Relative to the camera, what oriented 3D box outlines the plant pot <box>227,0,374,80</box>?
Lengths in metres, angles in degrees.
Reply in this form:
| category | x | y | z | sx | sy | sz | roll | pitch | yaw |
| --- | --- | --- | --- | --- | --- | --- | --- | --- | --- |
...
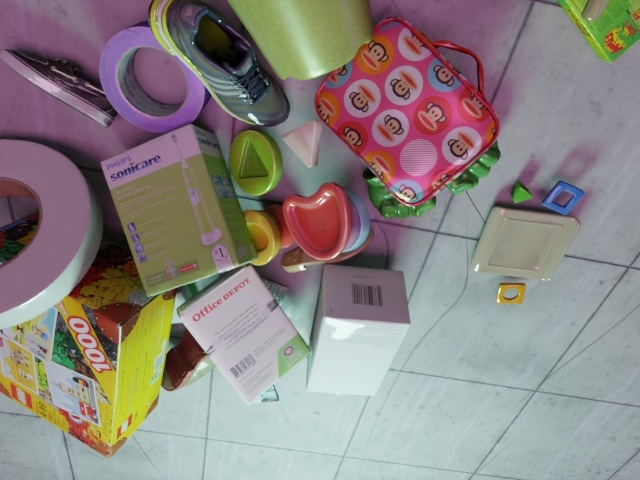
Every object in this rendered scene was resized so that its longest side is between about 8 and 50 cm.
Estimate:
| category | x | y | z | sx | sy | sz | roll | pitch | yaw |
| --- | --- | --- | --- | --- | --- | --- | --- | --- | --- |
| plant pot | -0.041 | -0.399 | 0.665 | 0.276 | 0.276 | 0.254 | -18 | 133 | 13 |

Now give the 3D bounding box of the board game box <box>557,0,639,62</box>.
| category | x | y | z | sx | sy | sz | roll | pitch | yaw |
| --- | --- | --- | --- | --- | --- | --- | --- | --- | --- |
| board game box | 0.484 | -0.407 | 0.755 | 0.181 | 0.043 | 0.092 | 37 | 118 | -21 |

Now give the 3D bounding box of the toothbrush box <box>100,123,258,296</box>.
| category | x | y | z | sx | sy | sz | roll | pitch | yaw |
| --- | --- | --- | --- | --- | --- | --- | --- | --- | --- |
| toothbrush box | -0.278 | -0.057 | 0.889 | 0.206 | 0.122 | 0.283 | -20 | 92 | 11 |

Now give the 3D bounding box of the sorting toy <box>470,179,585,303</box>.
| category | x | y | z | sx | sy | sz | roll | pitch | yaw |
| --- | --- | --- | --- | --- | --- | --- | --- | --- | --- |
| sorting toy | 0.471 | 0.006 | 1.037 | 0.196 | 0.047 | 0.348 | 9 | 124 | 0 |

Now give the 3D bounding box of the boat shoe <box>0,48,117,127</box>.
| category | x | y | z | sx | sy | sz | roll | pitch | yaw |
| --- | --- | --- | --- | --- | --- | --- | --- | --- | --- |
| boat shoe | -0.489 | -0.303 | 0.840 | 0.219 | 0.078 | 0.070 | 31 | 85 | -14 |

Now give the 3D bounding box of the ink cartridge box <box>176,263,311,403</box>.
| category | x | y | z | sx | sy | sz | roll | pitch | yaw |
| --- | --- | --- | --- | --- | --- | --- | --- | --- | --- |
| ink cartridge box | -0.185 | 0.217 | 1.069 | 0.198 | 0.115 | 0.273 | -37 | 104 | -17 |

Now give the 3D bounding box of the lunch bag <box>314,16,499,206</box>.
| category | x | y | z | sx | sy | sz | roll | pitch | yaw |
| --- | --- | --- | --- | --- | --- | --- | --- | --- | --- |
| lunch bag | 0.164 | -0.237 | 0.784 | 0.258 | 0.120 | 0.293 | -42 | 91 | 21 |

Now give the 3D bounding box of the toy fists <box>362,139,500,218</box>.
| category | x | y | z | sx | sy | sz | roll | pitch | yaw |
| --- | --- | --- | --- | --- | --- | --- | --- | --- | --- |
| toy fists | 0.231 | -0.138 | 0.914 | 0.279 | 0.096 | 0.142 | -29 | 119 | 18 |

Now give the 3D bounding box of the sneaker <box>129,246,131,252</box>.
| category | x | y | z | sx | sy | sz | roll | pitch | yaw |
| --- | --- | --- | --- | --- | --- | --- | --- | --- | --- |
| sneaker | -0.351 | 0.036 | 1.028 | 0.227 | 0.130 | 0.087 | -1 | 123 | 4 |

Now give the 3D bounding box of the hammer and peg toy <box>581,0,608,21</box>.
| category | x | y | z | sx | sy | sz | roll | pitch | yaw |
| --- | --- | --- | --- | --- | --- | --- | --- | --- | --- |
| hammer and peg toy | 0.303 | -0.445 | 0.542 | 0.127 | 0.361 | 0.266 | 11 | 125 | -6 |

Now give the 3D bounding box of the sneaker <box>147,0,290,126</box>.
| category | x | y | z | sx | sy | sz | roll | pitch | yaw |
| --- | --- | --- | --- | --- | --- | --- | --- | --- | --- |
| sneaker | -0.147 | -0.287 | 0.752 | 0.300 | 0.121 | 0.111 | 31 | 92 | -50 |

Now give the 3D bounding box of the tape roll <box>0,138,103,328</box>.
| category | x | y | z | sx | sy | sz | roll | pitch | yaw |
| --- | --- | --- | --- | --- | --- | --- | --- | --- | --- |
| tape roll | -0.633 | -0.021 | 0.856 | 0.392 | 0.392 | 0.072 | 4 | 155 | -1 |

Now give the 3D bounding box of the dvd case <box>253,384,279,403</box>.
| category | x | y | z | sx | sy | sz | roll | pitch | yaw |
| --- | --- | --- | --- | --- | --- | --- | --- | --- | --- |
| dvd case | -0.186 | 0.470 | 1.388 | 0.087 | 0.013 | 0.119 | -9 | 122 | 8 |

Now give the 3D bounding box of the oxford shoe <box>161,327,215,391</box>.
| category | x | y | z | sx | sy | sz | roll | pitch | yaw |
| --- | --- | --- | --- | --- | --- | --- | --- | --- | --- |
| oxford shoe | -0.302 | 0.274 | 1.219 | 0.348 | 0.123 | 0.130 | -43 | 158 | 15 |

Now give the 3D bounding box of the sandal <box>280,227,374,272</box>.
| category | x | y | z | sx | sy | sz | roll | pitch | yaw |
| --- | --- | --- | --- | --- | --- | --- | --- | --- | --- |
| sandal | 0.000 | 0.004 | 1.021 | 0.240 | 0.088 | 0.079 | -20 | 127 | 20 |

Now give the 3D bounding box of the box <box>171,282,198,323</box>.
| category | x | y | z | sx | sy | sz | roll | pitch | yaw |
| --- | --- | --- | --- | --- | --- | --- | --- | --- | --- |
| box | -0.375 | 0.147 | 1.127 | 0.102 | 0.087 | 0.101 | -7 | 124 | 7 |

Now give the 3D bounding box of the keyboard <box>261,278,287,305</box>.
| category | x | y | z | sx | sy | sz | roll | pitch | yaw |
| --- | --- | --- | --- | --- | --- | --- | --- | --- | --- |
| keyboard | -0.165 | 0.208 | 1.208 | 0.072 | 0.014 | 0.256 | 19 | 122 | -11 |

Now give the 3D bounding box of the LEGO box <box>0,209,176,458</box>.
| category | x | y | z | sx | sy | sz | roll | pitch | yaw |
| --- | --- | --- | --- | --- | --- | --- | --- | --- | --- |
| LEGO box | -0.581 | 0.233 | 1.066 | 0.372 | 0.193 | 0.500 | 26 | 123 | 8 |

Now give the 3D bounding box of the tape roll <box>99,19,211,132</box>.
| category | x | y | z | sx | sy | sz | roll | pitch | yaw |
| --- | --- | --- | --- | --- | --- | --- | --- | --- | --- |
| tape roll | -0.301 | -0.304 | 0.824 | 0.189 | 0.080 | 0.189 | 1 | 125 | 2 |

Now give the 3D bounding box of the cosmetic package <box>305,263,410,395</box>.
| category | x | y | z | sx | sy | sz | roll | pitch | yaw |
| --- | --- | --- | --- | --- | --- | --- | --- | --- | --- |
| cosmetic package | 0.077 | 0.238 | 1.094 | 0.197 | 0.155 | 0.365 | 6 | 138 | -6 |

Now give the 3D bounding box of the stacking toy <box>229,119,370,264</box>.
| category | x | y | z | sx | sy | sz | roll | pitch | yaw |
| --- | --- | --- | --- | --- | --- | --- | --- | --- | --- |
| stacking toy | -0.044 | -0.098 | 0.910 | 0.309 | 0.130 | 0.279 | -1 | 102 | 38 |
